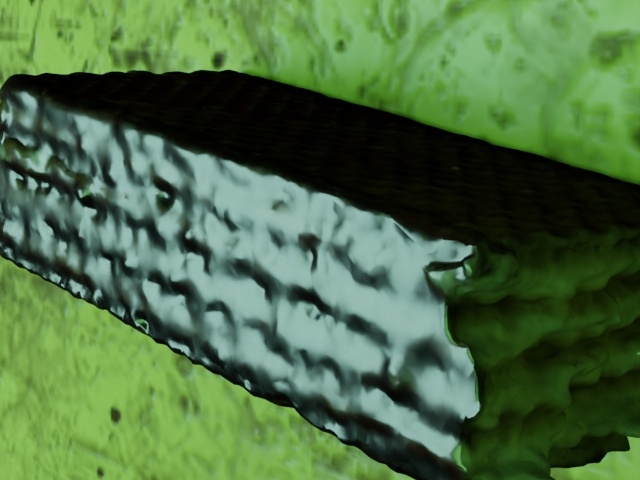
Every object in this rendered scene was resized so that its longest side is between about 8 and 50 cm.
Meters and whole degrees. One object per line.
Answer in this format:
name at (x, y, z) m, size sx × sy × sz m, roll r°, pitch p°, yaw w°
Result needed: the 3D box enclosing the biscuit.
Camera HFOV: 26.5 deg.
biscuit at (0.000, 0.000, 0.423) m, size 0.252 × 0.106 × 0.070 m, roll 23°, pitch 113°, yaw 46°
